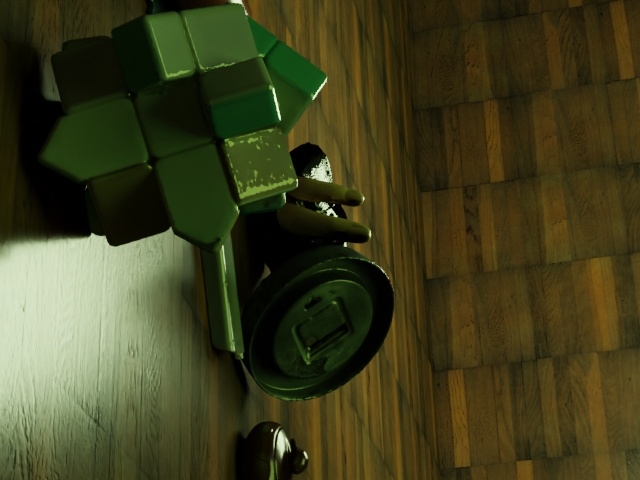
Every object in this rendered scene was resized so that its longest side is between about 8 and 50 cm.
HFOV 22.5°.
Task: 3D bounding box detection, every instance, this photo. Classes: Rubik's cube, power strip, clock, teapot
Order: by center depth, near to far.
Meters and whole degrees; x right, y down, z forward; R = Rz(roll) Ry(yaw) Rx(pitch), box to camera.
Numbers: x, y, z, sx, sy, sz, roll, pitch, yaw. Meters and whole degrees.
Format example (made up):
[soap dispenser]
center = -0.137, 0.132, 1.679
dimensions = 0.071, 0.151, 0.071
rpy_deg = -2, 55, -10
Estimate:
[Rubik's cube]
center = -0.118, -0.097, 1.440
dimensions = 0.213, 0.265, 0.224
rpy_deg = 163, -83, -85
[power strip]
center = -0.122, 0.019, 1.927
dimensions = 0.060, 0.027, 0.252
rpy_deg = 16, 67, -77
[teapot]
center = -0.054, 0.278, 1.964
dimensions = 0.129, 0.078, 0.098
rpy_deg = -83, 162, -53
[clock]
center = -0.006, 0.104, 2.031
dimensions = 0.042, 0.215, 0.215
rpy_deg = 44, -21, 44

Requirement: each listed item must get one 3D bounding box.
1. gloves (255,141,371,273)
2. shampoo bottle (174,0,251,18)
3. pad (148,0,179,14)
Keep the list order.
[gloves]
center = -0.007, 0.000, 2.193
dimensions = 0.301, 0.152, 0.197
rpy_deg = 51, -16, 60
[shampoo bottle]
center = -0.129, -0.282, 1.905
dimensions = 0.244, 0.085, 0.085
rpy_deg = 66, 19, -62
[pad]
center = -0.168, -0.282, 1.944
dimensions = 0.269, 0.012, 0.269
rpy_deg = 48, 36, -71
